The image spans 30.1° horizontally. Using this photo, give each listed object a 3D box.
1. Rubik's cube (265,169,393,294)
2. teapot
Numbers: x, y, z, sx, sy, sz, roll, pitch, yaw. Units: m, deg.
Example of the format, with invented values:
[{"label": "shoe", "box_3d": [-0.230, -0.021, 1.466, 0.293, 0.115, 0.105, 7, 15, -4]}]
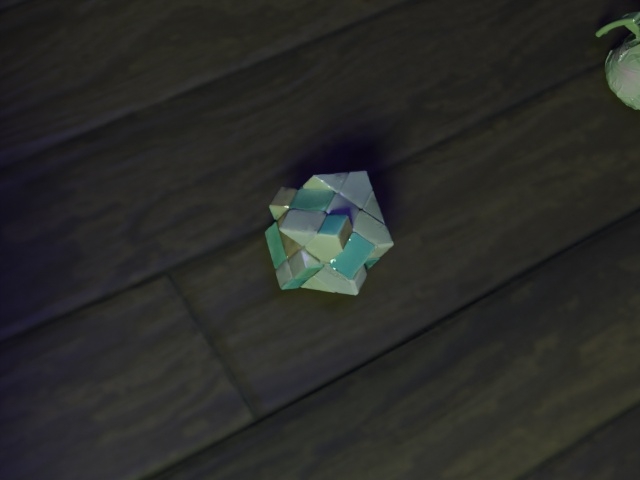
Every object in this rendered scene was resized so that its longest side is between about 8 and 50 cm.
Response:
[{"label": "Rubik's cube", "box_3d": [0.000, -0.003, 0.808, 0.073, 0.075, 0.084, -3, 50, -32]}, {"label": "teapot", "box_3d": [0.254, -0.148, 0.928, 0.064, 0.064, 0.083, -39, 77, -24]}]
